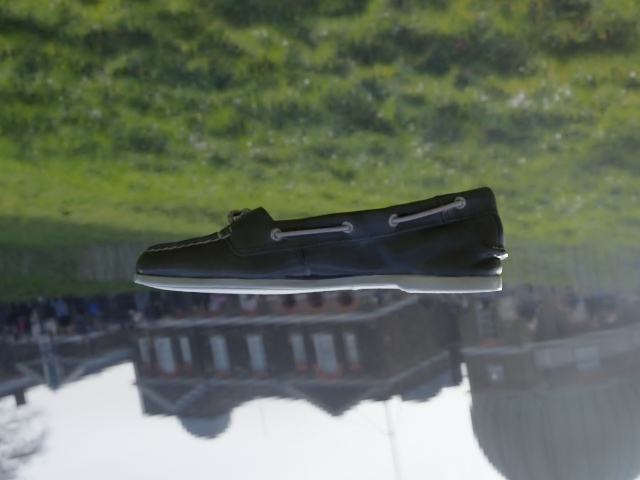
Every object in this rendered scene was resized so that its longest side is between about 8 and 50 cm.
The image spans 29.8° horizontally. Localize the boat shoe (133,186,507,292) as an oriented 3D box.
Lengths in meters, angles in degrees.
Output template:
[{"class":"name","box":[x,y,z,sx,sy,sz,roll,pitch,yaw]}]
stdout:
[{"class":"boat shoe","box":[0.000,0.000,1.090,0.335,0.095,0.112,0,176,1]}]
